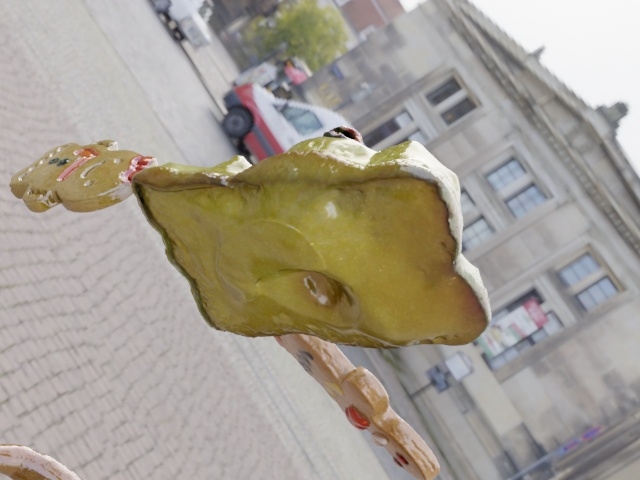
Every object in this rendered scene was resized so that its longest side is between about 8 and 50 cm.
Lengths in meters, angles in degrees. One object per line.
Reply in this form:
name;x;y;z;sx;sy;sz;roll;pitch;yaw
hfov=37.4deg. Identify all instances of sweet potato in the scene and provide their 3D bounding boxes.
sweet potato;-0.248;0.201;0.813;0.179;0.044;0.044;33;12;-21

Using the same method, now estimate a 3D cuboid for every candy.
candy;0.078;-0.100;1.151;0.185;0.055;0.049;20;-31;31

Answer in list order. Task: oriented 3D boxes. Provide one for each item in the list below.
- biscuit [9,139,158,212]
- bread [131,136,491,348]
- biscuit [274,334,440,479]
biscuit;-0.329;-0.091;1.306;0.226;0.166;0.036;15;-46;39
bread;0.000;0.000;0.642;0.233;0.088;0.160;5;-39;31
biscuit;0.029;0.162;1.001;0.250;0.036;0.165;46;-15;12
